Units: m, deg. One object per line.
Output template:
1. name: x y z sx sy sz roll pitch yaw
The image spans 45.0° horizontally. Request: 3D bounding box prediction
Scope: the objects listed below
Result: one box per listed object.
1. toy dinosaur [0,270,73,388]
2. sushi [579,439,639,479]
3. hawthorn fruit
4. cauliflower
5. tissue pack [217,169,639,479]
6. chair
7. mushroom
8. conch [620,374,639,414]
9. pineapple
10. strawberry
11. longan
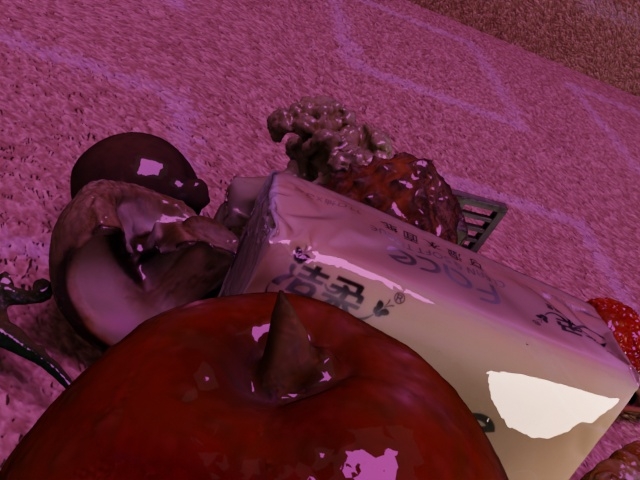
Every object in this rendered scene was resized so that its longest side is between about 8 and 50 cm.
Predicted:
1. toy dinosaur: -0.466 0.055 0.814 0.447 0.087 0.301 39 32 24
2. sushi: 0.459 0.371 1.048 0.274 0.139 0.184 -9 50 -36
3. hawthorn fruit: -0.048 0.208 0.544 0.403 0.403 0.403 20 34 -14
4. cauliflower: -0.004 -0.099 1.220 0.281 0.260 0.327 12 2 -30
5. tissue pack: 0.067 0.158 0.843 0.405 0.331 0.205 22 23 -11
6. chair: 0.214 -0.007 1.380 0.270 0.136 0.147 16 36 -23
7. mushroom: -0.208 0.037 0.944 0.267 0.189 0.164 16 24 -34
8. conch: 0.541 0.245 1.343 0.330 0.093 0.109 -20 97 -26
9. pineapple: 0.000 0.000 1.009 0.175 0.361 0.175 31 52 -51
10. strawberry: 0.465 0.165 1.304 0.175 0.106 0.236 -8 27 9
11. longan: -0.240 -0.068 1.067 0.204 0.159 0.185 4 -7 29
